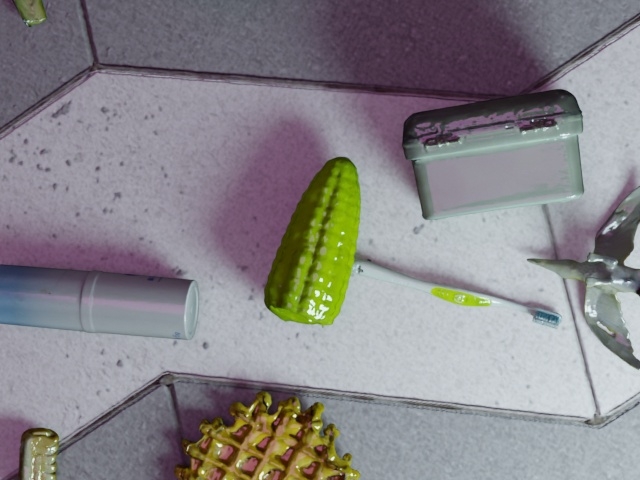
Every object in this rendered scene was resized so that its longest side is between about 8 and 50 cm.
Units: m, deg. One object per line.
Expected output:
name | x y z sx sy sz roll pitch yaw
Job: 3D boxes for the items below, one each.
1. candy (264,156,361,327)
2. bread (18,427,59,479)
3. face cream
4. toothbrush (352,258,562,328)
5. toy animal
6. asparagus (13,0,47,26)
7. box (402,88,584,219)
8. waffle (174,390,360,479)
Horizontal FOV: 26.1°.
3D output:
candy | 0.000 0.000 1.656 0.097 0.097 0.209 16 86 8
bread | -0.350 0.276 1.721 0.049 0.034 0.088 1 91 -6
face cream | -0.278 0.075 1.698 0.250 0.077 0.077 4 88 7
toothbrush | 0.162 0.062 1.666 0.263 0.026 0.022 16 122 10
toy animal | 0.321 0.030 1.609 0.155 0.095 0.219 11 88 4
asparagus | -0.398 -0.355 1.755 0.045 0.041 0.178 -30 84 14
box | 0.204 -0.100 1.608 0.210 0.148 0.129 -8 94 10
waffle | -0.066 0.305 1.673 0.229 0.051 0.231 -22 84 9
